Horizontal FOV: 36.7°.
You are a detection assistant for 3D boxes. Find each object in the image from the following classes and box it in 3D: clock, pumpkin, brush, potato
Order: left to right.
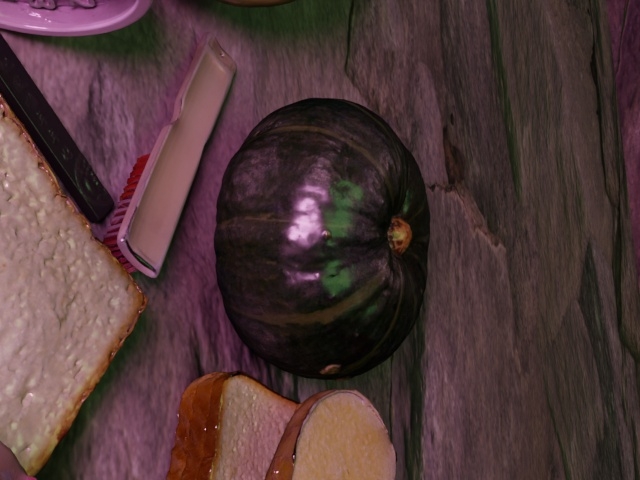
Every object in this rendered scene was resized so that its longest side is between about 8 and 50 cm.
[{"bbox_3d":[-0.227,-0.233,0.762,0.197,0.197,0.068,19,68,-52],"label":"clock"},{"bbox_3d":[-0.150,-0.094,0.984,0.060,0.050,0.321,50,38,-34],"label":"brush"},{"bbox_3d":[0.000,0.000,1.039,0.300,0.207,0.300,-1,90,-69],"label":"pumpkin"},{"bbox_3d":[0.001,0.245,0.979,0.164,0.081,0.200,57,38,-17],"label":"potato"}]

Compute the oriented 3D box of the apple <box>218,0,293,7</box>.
[{"bbox_3d":[-0.071,-0.374,0.964,0.279,0.279,0.279,16,70,-53],"label":"apple"}]

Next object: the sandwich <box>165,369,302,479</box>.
[{"bbox_3d":[-0.066,0.245,1.008,0.214,0.065,0.186,31,58,-48],"label":"sandwich"}]

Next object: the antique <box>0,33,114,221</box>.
[{"bbox_3d":[-0.246,-0.100,0.867,0.192,0.015,0.031,61,39,-27],"label":"antique"}]

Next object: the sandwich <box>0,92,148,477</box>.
[{"bbox_3d":[-0.285,0.036,0.713,0.271,0.099,0.301,-58,132,-37],"label":"sandwich"}]

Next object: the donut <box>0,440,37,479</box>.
[{"bbox_3d":[-0.311,0.239,0.499,0.382,0.142,0.383,-35,138,-39],"label":"donut"}]
